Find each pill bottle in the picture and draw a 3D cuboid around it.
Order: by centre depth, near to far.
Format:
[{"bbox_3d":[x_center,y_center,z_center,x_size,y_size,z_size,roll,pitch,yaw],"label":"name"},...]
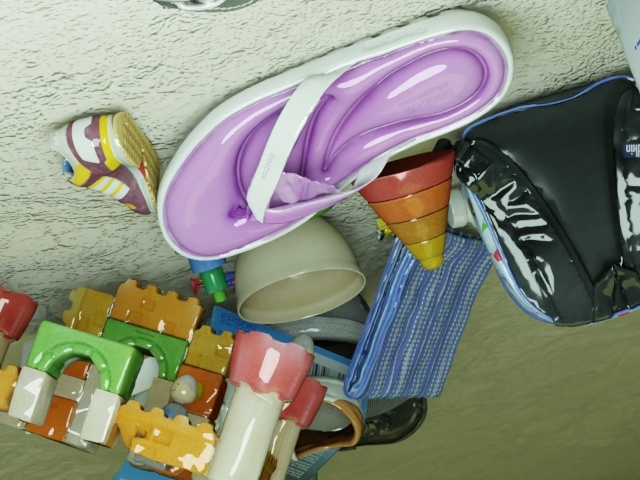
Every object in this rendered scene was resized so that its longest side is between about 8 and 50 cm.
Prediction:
[{"bbox_3d":[0.220,-0.053,1.885,0.120,0.067,0.067,-13,158,-6],"label":"pill bottle"}]

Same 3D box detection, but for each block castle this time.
[{"bbox_3d":[-0.225,0.128,1.650,0.453,0.213,0.303,15,167,9],"label":"block castle"}]

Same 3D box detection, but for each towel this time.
[{"bbox_3d":[0.142,0.099,1.963,0.040,0.243,0.336,22,-176,24],"label":"towel"}]

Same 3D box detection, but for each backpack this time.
[{"bbox_3d":[0.296,-0.032,1.726,0.276,0.263,0.213,-18,170,6],"label":"backpack"}]

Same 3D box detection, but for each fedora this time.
[{"bbox_3d":[0.005,0.143,2.116,0.275,0.124,0.244,17,141,-26],"label":"fedora"}]

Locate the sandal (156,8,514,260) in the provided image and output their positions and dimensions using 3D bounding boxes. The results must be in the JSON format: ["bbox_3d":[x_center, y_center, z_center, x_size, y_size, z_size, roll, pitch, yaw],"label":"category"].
[{"bbox_3d":[0.005,-0.098,1.507,0.416,0.102,0.169,-32,123,15],"label":"sandal"}]

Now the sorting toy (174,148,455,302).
[{"bbox_3d":[0.000,0.000,1.691,0.365,0.126,0.127,-14,-170,26],"label":"sorting toy"}]

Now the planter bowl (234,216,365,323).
[{"bbox_3d":[-0.036,0.022,1.837,0.162,0.109,0.162,-14,157,-6],"label":"planter bowl"}]

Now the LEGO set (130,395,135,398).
[{"bbox_3d":[-0.311,0.157,2.095,0.244,0.060,0.182,5,138,-44],"label":"LEGO set"}]

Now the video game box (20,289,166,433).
[{"bbox_3d":[-0.283,0.151,1.893,0.205,0.187,0.048,-21,116,0],"label":"video game box"}]

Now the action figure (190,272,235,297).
[{"bbox_3d":[-0.113,0.052,1.968,0.115,0.030,0.038,-16,153,-4],"label":"action figure"}]

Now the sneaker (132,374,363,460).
[{"bbox_3d":[-0.087,0.215,1.837,0.290,0.106,0.123,-1,-162,-9],"label":"sneaker"}]

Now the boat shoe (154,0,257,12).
[{"bbox_3d":[-0.133,-0.234,1.173,0.112,0.095,0.335,-23,157,18],"label":"boat shoe"}]

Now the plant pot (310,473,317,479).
[{"bbox_3d":[-0.131,0.290,2.253,0.290,0.290,0.195,-4,128,-26],"label":"plant pot"}]

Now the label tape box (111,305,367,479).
[{"bbox_3d":[-0.115,0.253,2.051,0.241,0.106,0.333,23,137,-15],"label":"label tape box"}]

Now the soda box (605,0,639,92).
[{"bbox_3d":[0.383,-0.147,1.475,0.091,0.286,0.098,-12,158,-13],"label":"soda box"}]

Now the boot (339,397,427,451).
[{"bbox_3d":[0.034,0.318,2.621,0.263,0.091,0.229,-25,157,27],"label":"boot"}]

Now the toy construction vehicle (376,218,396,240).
[{"bbox_3d":[0.114,-0.035,1.907,0.086,0.035,0.098,-13,166,-5],"label":"toy construction vehicle"}]

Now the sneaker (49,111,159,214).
[{"bbox_3d":[-0.221,-0.078,1.545,0.084,0.069,0.185,-6,155,7],"label":"sneaker"}]
